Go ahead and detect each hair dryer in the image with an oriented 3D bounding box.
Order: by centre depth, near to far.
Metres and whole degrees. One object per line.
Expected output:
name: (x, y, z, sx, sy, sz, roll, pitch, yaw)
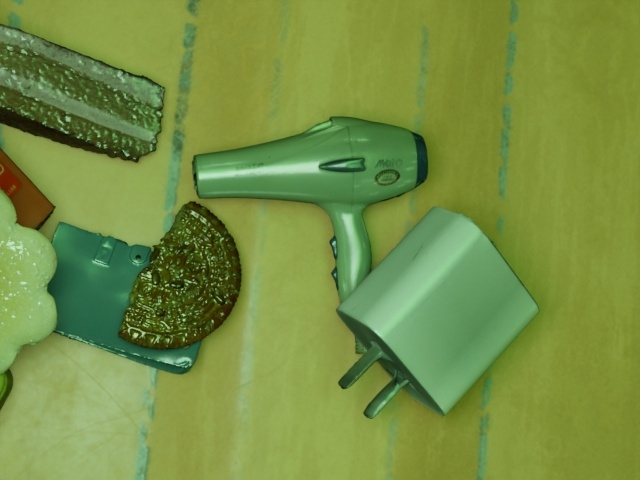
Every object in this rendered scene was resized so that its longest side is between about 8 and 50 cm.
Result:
hair dryer: (-0.030, -0.028, 1.661, 0.295, 0.119, 0.298, 15, 90, -7)

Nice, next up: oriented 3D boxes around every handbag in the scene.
handbag: (-0.247, 0.072, 1.640, 0.221, 0.057, 0.144, 18, 73, -4)

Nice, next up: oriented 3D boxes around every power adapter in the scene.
power adapter: (0.128, 0.111, 1.627, 0.255, 0.124, 0.187, -46, 118, -12)

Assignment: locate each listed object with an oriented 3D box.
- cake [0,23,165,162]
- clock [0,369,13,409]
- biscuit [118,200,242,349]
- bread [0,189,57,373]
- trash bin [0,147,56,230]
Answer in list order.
cake: (-0.340, -0.190, 1.637, 0.295, 0.113, 0.116, 16, 81, -11)
clock: (-0.473, 0.217, 1.563, 0.143, 0.096, 0.202, 29, 80, -6)
biscuit: (-0.163, 0.053, 1.625, 0.126, 0.025, 0.206, 26, 65, -4)
bread: (-0.404, 0.031, 1.482, 0.182, 0.039, 0.251, -38, 108, 4)
trash bin: (-0.461, -0.056, 1.563, 0.238, 0.161, 0.184, 44, 123, -12)
